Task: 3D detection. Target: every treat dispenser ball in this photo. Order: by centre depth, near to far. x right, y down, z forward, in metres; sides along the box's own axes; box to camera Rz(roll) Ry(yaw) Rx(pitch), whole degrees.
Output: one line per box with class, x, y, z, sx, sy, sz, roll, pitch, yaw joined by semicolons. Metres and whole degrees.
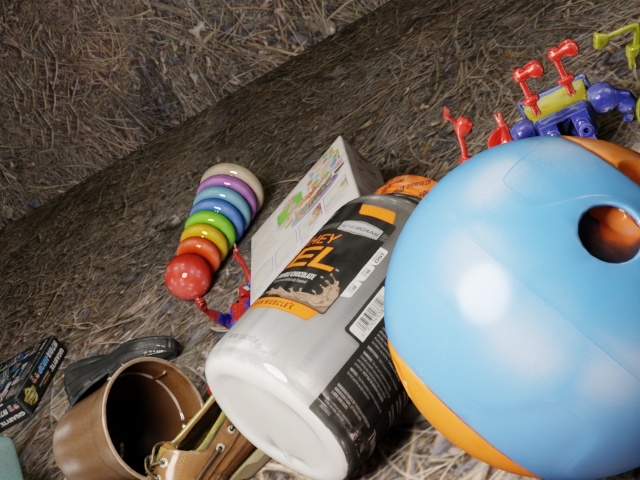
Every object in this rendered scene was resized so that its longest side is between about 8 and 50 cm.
treat dispenser ball;0.197;0.056;0.750;0.288;0.288;0.288;-30;22;13

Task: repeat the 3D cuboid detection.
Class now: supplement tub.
supplement tub;0.044;0.089;1.023;0.207;0.207;0.338;-6;34;51

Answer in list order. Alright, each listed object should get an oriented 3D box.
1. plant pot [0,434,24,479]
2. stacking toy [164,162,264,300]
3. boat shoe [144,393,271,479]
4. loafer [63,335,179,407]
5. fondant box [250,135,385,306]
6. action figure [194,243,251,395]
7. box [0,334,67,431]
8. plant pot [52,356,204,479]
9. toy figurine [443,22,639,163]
plant pot;-0.549;0.378;1.221;0.247;0.247;0.252;-1;16;40
stacking toy;-0.218;-0.006;1.756;0.141;0.141;0.330;-21;32;31
boat shoe;-0.167;0.283;1.065;0.307;0.104;0.110;-47;24;-28
loafer;-0.337;0.223;1.510;0.223;0.076;0.078;-22;60;15
fondant box;0.000;0.000;1.346;0.238;0.096;0.330;-48;19;15
action figure;-0.138;0.114;1.350;0.091;0.139;0.280;-29;19;12
box;-0.620;0.300;1.779;0.175;0.051;0.220;-28;22;17
plant pot;-0.268;0.263;1.205;0.165;0.167;0.167;-29;20;38
toy figurine;0.354;-0.204;1.231;0.362;0.191;0.217;-27;18;18
